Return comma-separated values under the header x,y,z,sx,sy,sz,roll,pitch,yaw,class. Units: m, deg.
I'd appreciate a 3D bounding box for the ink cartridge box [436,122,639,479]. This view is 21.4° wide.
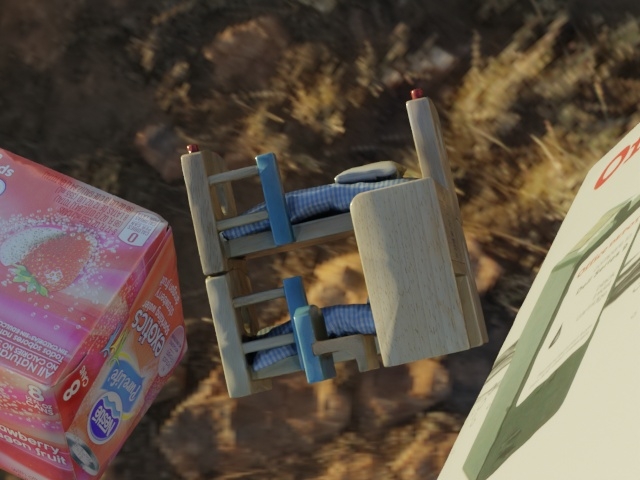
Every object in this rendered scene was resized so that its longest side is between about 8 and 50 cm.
x,y,z,sx,sy,sz,roll,pitch,yaw,class
0.128,0.049,0.444,0.121,0.289,0.211,37,138,-5,ink cartridge box

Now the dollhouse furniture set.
x,y,z,sx,sy,sz,roll,pitch,yaw,class
0.000,0.000,0.795,0.129,0.184,0.129,-13,86,8,dollhouse furniture set

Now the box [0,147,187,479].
x,y,z,sx,sy,sz,roll,pitch,yaw,class
-0.251,0.025,1.097,0.300,0.154,0.142,23,56,16,box
